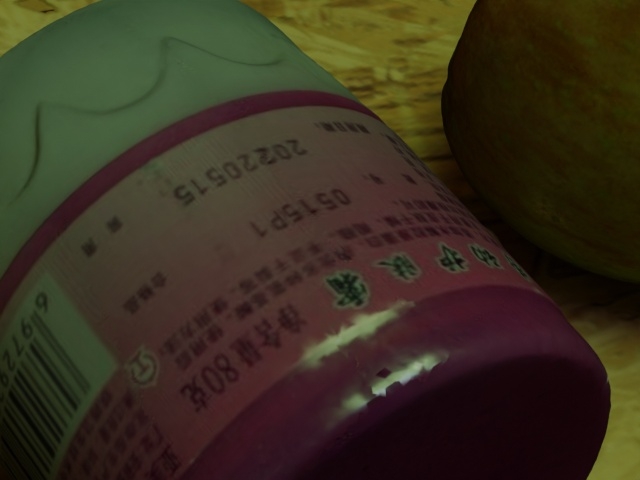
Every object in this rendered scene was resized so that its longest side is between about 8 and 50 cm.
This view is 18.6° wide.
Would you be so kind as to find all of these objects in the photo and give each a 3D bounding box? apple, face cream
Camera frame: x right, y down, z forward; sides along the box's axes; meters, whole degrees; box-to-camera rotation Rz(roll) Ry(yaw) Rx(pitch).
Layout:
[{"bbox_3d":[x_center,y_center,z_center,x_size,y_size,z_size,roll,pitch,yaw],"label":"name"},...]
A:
[{"bbox_3d":[0.151,-0.073,0.843,0.196,0.196,0.196,11,39,-9],"label":"apple"},{"bbox_3d":[-0.028,0.035,0.654,0.175,0.175,0.195,-15,51,-35],"label":"face cream"}]

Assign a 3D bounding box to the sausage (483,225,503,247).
[{"bbox_3d":[0.000,0.000,0.816,0.158,0.036,0.042,6,5,-15],"label":"sausage"}]
